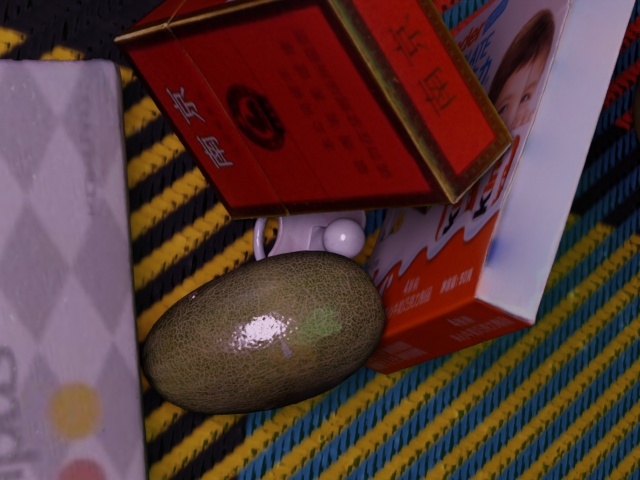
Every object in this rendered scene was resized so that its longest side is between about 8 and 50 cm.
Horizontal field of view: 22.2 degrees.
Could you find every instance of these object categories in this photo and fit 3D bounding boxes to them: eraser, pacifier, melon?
[{"bbox_3d":[-0.187,0.092,0.970,0.213,0.082,0.397,-5,91,-35],"label":"eraser"},{"bbox_3d":[0.000,0.000,1.113,0.081,0.078,0.099,14,81,-28],"label":"pacifier"},{"bbox_3d":[-0.037,0.062,1.057,0.162,0.099,0.099,-19,101,-4],"label":"melon"}]

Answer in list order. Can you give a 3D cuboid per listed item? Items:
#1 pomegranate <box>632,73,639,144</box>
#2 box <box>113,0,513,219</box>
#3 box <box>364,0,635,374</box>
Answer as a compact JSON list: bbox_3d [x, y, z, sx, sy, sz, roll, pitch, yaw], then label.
[{"bbox_3d":[0.406,-0.131,1.286,0.332,0.332,0.332,2,87,-36],"label":"pomegranate"},{"bbox_3d":[-0.011,-0.094,1.007,0.074,0.240,0.153,-48,114,-26],"label":"box"},{"bbox_3d":[0.109,-0.053,1.078,0.048,0.273,0.265,23,73,-10],"label":"box"}]
